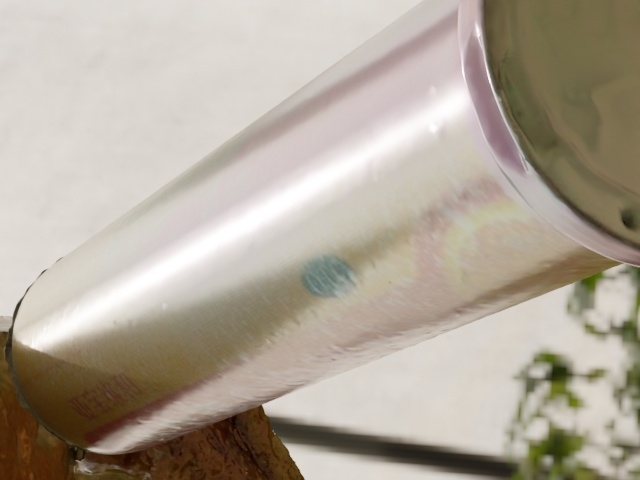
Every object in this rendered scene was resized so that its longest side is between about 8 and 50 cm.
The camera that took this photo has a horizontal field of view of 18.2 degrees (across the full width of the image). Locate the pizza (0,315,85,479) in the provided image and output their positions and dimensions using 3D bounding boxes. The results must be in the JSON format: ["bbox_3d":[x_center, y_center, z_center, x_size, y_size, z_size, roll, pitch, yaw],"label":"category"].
[{"bbox_3d":[-0.168,0.169,0.873,0.289,0.081,0.229,-73,-29,-47],"label":"pizza"}]

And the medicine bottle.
[{"bbox_3d":[0.000,0.000,0.681,0.426,0.108,0.108,151,128,-62],"label":"medicine bottle"}]

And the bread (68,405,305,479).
[{"bbox_3d":[-0.078,0.147,1.107,0.172,0.132,0.103,62,-168,-9],"label":"bread"}]
